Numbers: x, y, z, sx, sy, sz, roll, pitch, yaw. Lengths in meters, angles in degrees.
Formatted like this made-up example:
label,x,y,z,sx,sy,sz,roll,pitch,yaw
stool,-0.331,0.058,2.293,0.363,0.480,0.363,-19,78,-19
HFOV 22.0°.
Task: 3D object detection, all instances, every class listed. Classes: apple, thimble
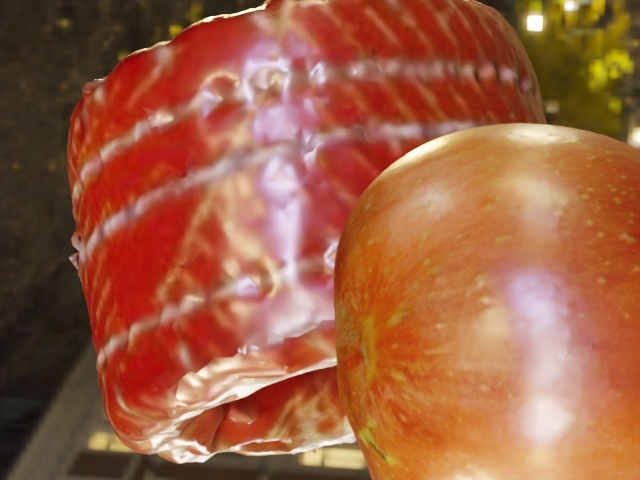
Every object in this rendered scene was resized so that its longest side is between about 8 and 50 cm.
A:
label,x,y,z,sx,sy,sz,roll,pitch,yaw
apple,0.080,0.039,0.573,0.163,0.139,0.163,-10,-90,-72
thimble,0.000,0.000,1.083,0.350,0.350,0.231,49,-153,-73
